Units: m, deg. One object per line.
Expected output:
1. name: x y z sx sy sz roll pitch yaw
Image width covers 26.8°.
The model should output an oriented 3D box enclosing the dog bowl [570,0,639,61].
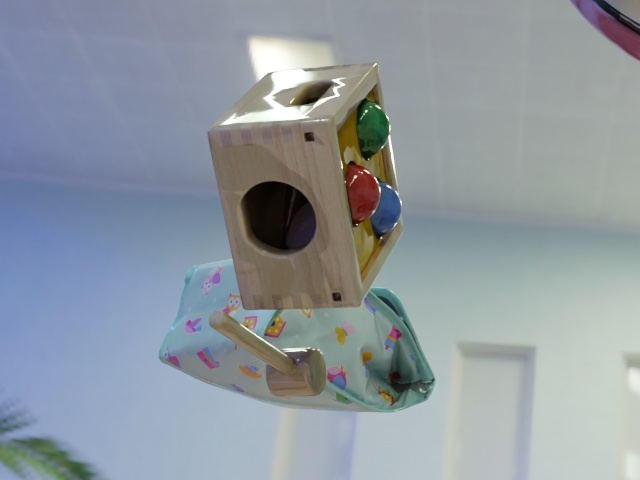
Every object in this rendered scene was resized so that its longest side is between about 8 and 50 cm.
1. dog bowl: 0.353 -0.273 1.040 0.408 0.408 0.150 7 -39 1

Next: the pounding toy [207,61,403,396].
1. pounding toy: -0.002 0.009 0.883 0.094 0.181 0.206 -3 -67 19

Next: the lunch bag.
1. lunch bag: -0.017 0.125 1.601 0.262 0.160 0.223 30 -25 -30
